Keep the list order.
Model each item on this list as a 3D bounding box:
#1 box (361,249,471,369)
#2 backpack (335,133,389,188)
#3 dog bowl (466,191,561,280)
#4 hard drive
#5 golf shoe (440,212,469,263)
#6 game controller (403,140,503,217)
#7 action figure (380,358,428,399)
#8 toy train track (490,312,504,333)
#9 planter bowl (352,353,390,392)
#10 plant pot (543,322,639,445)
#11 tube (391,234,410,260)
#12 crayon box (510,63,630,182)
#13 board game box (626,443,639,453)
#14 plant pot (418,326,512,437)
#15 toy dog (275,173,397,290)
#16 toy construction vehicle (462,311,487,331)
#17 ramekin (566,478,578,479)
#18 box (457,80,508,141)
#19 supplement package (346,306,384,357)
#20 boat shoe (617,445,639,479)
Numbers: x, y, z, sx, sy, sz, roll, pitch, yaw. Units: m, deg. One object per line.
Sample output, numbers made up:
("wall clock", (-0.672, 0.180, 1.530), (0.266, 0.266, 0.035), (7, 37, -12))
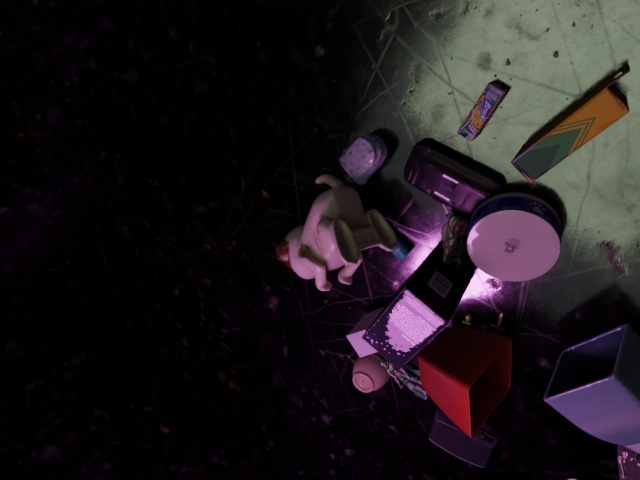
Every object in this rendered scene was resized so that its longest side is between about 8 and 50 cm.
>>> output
("box", (0.337, 0.238, 1.584), (0.182, 0.296, 0.294), (40, 129, 10))
("backpack", (0.147, -0.280, 1.573), (0.152, 0.115, 0.182), (50, 127, 6))
("dog bowl", (0.586, -0.008, 1.387), (0.264, 0.104, 0.265), (14, 128, 18))
("hard drive", (0.574, 0.815, 1.861), (0.254, 0.054, 0.172), (21, 122, 24))
("golf shoe", (0.447, -0.006, 1.550), (0.086, 0.067, 0.186), (44, 138, 45))
("game controller", (0.422, -0.194, 1.479), (0.319, 0.067, 0.167), (33, 141, 17))
("action figure", (0.351, 0.562, 1.883), (0.232, 0.063, 0.137), (29, 123, 20))
("toy train track", (0.629, 0.289, 1.598), (0.048, 0.014, 0.083), (22, 117, 32))
("planter bowl", (0.203, 0.583, 1.958), (0.162, 0.109, 0.162), (15, 120, 27))
("plant pot", (0.872, 0.449, 1.338), (0.252, 0.247, 0.248), (46, 138, 8))
("tube", (0.244, -0.016, 1.684), (0.207, 0.052, 0.080), (47, 122, 12))
("crayon box", (0.661, -0.299, 1.169), (0.081, 0.202, 0.318), (48, 130, 4))
("board game box", (1.169, 0.543, 1.326), (0.389, 0.050, 0.390), (21, 119, 24))
("plant pot", (0.496, 0.462, 1.602), (0.235, 0.267, 0.268), (23, 138, 43))
("toy dog", (0.000, 0.000, 1.687), (0.408, 0.284, 0.396), (-37, 84, 47))
("toy construction vehicle", (0.553, 0.319, 1.647), (0.085, 0.035, 0.098), (21, 122, 24))
("ramekin", (0.918, 1.005, 1.596), (0.135, 0.277, 0.277), (23, 123, 12))
("box", (0.476, -0.380, 1.342), (0.054, 0.059, 0.169), (38, 128, 13))
("supplement package", (0.204, 0.362, 1.804), (0.105, 0.179, 0.105), (-29, 95, 39))
("boat shoe", (1.049, 0.829, 1.533), (0.095, 0.112, 0.335), (12, 114, 48))
